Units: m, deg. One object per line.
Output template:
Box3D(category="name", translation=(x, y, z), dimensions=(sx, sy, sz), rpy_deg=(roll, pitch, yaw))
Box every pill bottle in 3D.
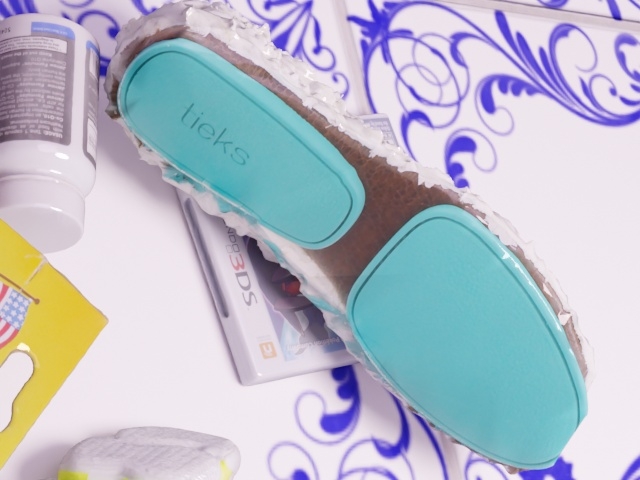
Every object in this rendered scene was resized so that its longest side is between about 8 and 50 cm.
Box3D(category="pill bottle", translation=(-0.179, -0.066, 1.019), dimensions=(0.078, 0.078, 0.137), rpy_deg=(16, 58, -30))

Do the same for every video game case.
Box3D(category="video game case", translation=(0.000, 0.000, 1.156), dimensions=(0.201, 0.023, 0.183), rpy_deg=(-8, 72, -40))

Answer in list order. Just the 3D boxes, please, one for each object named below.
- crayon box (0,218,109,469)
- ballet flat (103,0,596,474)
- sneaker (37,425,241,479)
Box3D(category="crayon box", translation=(-0.296, 0.019, 0.884), dimensions=(0.318, 0.081, 0.202), rpy_deg=(42, 49, -10))
Box3D(category="ballet flat", translation=(0.034, -0.020, 1.097), dimensions=(0.409, 0.147, 0.147), rpy_deg=(44, 48, -10))
Box3D(category="sneaker", translation=(-0.128, 0.191, 0.934), dimensions=(0.240, 0.091, 0.126), rpy_deg=(-20, 117, -57))
